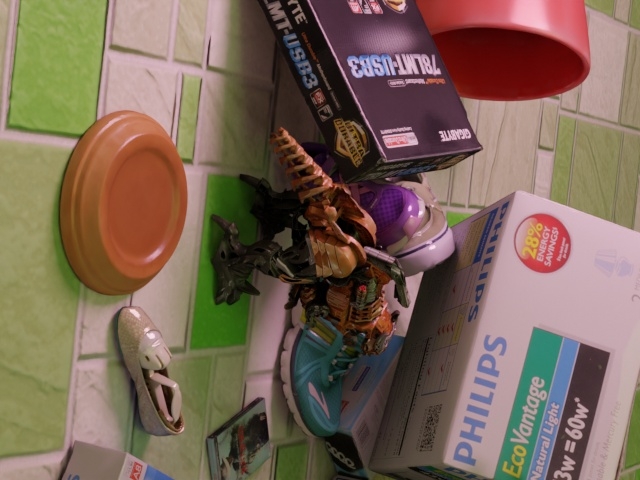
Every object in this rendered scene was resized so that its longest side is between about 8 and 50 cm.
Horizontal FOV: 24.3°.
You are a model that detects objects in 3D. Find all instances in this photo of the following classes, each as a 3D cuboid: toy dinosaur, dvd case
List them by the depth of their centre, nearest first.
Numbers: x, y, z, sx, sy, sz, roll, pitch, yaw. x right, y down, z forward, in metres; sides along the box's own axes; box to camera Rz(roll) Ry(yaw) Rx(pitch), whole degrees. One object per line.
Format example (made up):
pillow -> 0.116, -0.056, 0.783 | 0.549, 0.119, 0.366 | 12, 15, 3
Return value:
toy dinosaur -> 0.000, 0.000, 1.761 | 0.164, 0.218, 0.322 | -35, 126, -52
dvd case -> -0.100, 0.259, 1.850 | 0.119, 0.013, 0.087 | -33, 124, -52

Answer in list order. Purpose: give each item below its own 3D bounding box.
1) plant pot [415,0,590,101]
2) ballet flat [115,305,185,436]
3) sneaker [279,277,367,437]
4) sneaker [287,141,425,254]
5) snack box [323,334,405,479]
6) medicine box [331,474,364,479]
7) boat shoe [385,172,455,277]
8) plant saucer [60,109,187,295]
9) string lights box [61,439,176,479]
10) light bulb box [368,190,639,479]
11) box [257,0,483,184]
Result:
plant pot -> 0.256, -0.358, 2.112 | 0.275, 0.274, 0.243 | 32, 61, -58
ballet flat -> -0.182, 0.144, 1.643 | 0.057, 0.052, 0.168 | -46, 134, -46
sneaker -> 0.018, 0.124, 1.929 | 0.107, 0.110, 0.275 | 0, 97, -60
sneaker -> 0.034, -0.061, 1.835 | 0.095, 0.236, 0.104 | -51, 128, -3
snack box -> 0.101, 0.311, 2.165 | 0.187, 0.060, 0.322 | -55, 140, -37
medicine box -> 0.100, 0.477, 1.968 | 0.263, 0.289, 0.149 | -55, 140, -39
boat shoe -> 0.114, -0.032, 2.015 | 0.302, 0.109, 0.094 | -91, 159, -74
plant saucer -> -0.201, -0.038, 1.585 | 0.200, 0.037, 0.200 | -19, 112, -57
string lights box -> -0.196, 0.326, 1.633 | 0.259, 0.076, 0.133 | 44, 60, -54
light bulb box -> 0.250, 0.161, 1.932 | 0.361, 0.225, 0.358 | 145, -37, -74
box -> 0.060, -0.221, 1.831 | 0.295, 0.073, 0.293 | -11, 74, -59
